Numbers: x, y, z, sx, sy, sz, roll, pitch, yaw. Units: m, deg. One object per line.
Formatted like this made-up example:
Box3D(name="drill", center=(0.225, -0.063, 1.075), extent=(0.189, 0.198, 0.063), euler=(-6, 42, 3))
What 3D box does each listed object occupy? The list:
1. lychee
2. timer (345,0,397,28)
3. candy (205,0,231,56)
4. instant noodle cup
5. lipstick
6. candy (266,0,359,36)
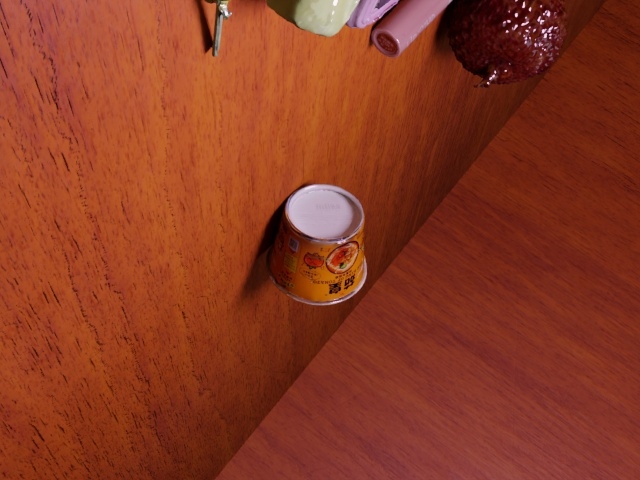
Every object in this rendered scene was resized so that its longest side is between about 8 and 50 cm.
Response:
Box3D(name="lychee", center=(0.403, -0.458, 2.520), extent=(0.264, 0.264, 0.300), euler=(68, 40, -75))
Box3D(name="timer", center=(0.109, -0.450, 1.925), extent=(0.208, 0.069, 0.191), euler=(-46, 167, -37))
Box3D(name="candy", center=(-0.129, -0.302, 1.491), extent=(0.262, 0.077, 0.073), euler=(114, -6, -71))
Box3D(name="instant noodle cup", center=(0.000, 0.000, 2.408), extent=(0.216, 0.216, 0.172), euler=(-44, 156, -37))
Box3D(name="lipstick", center=(0.197, -0.451, 2.223), extent=(0.254, 0.070, 0.070), euler=(-48, 166, -25))
Box3D(name="candy", center=(0.045, -0.444, 1.567), extent=(0.343, 0.132, 0.142), euler=(-59, 174, 19))
